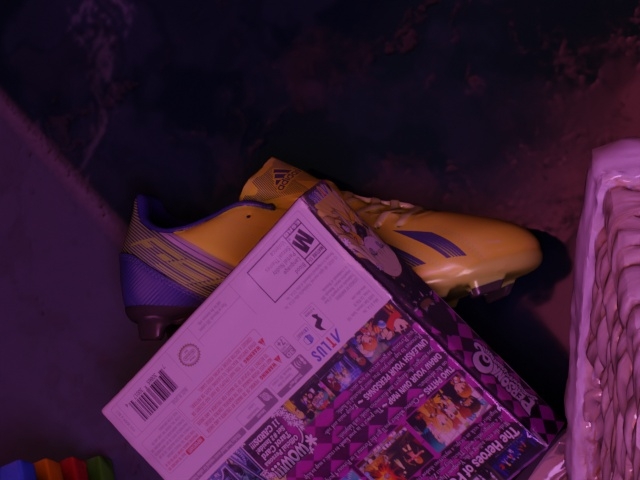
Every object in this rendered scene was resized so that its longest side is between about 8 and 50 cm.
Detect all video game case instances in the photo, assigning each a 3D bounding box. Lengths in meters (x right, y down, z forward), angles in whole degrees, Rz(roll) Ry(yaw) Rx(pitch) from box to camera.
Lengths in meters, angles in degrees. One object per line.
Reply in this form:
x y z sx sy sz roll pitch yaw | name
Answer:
0.001 0.110 1.241 0.210 0.042 0.232 45 123 3 | video game case

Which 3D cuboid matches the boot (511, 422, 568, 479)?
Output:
0.163 0.232 1.213 0.178 0.085 0.236 43 101 17 | boot

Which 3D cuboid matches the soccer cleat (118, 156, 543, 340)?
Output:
-0.001 0.000 1.292 0.289 0.093 0.121 -6 81 21 | soccer cleat

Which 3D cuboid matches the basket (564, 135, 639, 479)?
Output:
0.295 0.146 0.961 0.331 0.266 0.328 -2 128 1 | basket

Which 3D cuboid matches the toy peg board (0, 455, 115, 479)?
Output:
-0.218 0.191 1.334 0.161 0.160 0.079 -24 62 18 | toy peg board
